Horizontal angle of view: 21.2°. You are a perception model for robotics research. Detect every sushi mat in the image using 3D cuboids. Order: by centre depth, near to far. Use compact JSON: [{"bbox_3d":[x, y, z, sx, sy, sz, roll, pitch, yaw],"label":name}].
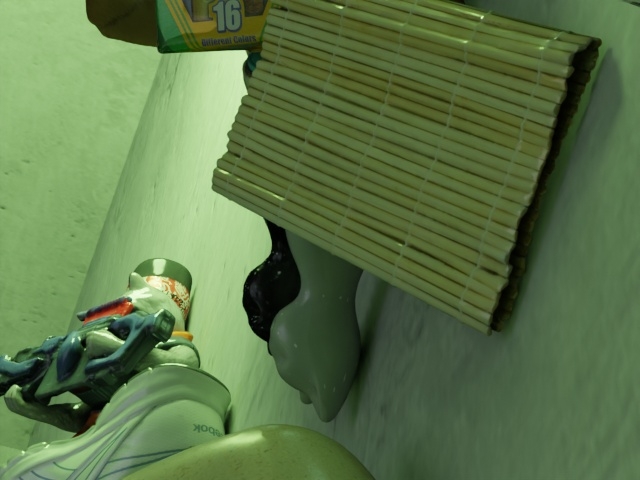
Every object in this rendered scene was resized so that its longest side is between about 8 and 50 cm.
[{"bbox_3d":[0.030,-0.063,0.931,0.316,0.019,0.151,28,103,58],"label":"sushi mat"}]

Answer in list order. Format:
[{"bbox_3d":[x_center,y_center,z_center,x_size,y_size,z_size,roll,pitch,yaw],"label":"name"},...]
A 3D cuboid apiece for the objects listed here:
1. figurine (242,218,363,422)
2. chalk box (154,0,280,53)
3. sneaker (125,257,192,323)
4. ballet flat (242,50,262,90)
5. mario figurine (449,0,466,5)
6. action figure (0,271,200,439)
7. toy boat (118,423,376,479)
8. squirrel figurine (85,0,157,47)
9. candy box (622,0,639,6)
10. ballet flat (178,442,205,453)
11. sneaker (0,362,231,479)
[{"bbox_3d":[0.000,0.000,1.127,0.215,0.092,0.209,-130,49,-76],"label":"figurine"},{"bbox_3d":[-0.036,-0.244,1.223,0.132,0.132,0.213,-12,-80,-59],"label":"chalk box"},{"bbox_3d":[-0.221,0.152,1.932,0.145,0.090,0.270,-82,16,-44],"label":"sneaker"},{"bbox_3d":[-0.024,-0.142,1.462,0.248,0.086,0.086,-97,26,-67],"label":"ballet flat"},{"bbox_3d":[0.079,-0.274,1.110,0.198,0.170,0.320,-1,82,41],"label":"mario figurine"},{"bbox_3d":[-0.228,0.194,1.719,0.341,0.178,0.330,-9,57,50],"label":"action figure"},{"bbox_3d":[-0.062,0.247,0.823,0.267,0.148,0.318,-27,35,6],"label":"toy boat"},{"bbox_3d":[-0.043,-0.376,1.480,0.397,0.281,0.370,16,61,43],"label":"squirrel figurine"},{"bbox_3d":[0.153,-0.194,0.657,0.165,0.070,0.196,-103,31,-67],"label":"candy box"},{"bbox_3d":[-0.110,0.266,1.304,0.058,0.084,0.250,-28,-46,-72],"label":"ballet flat"},{"bbox_3d":[-0.197,0.228,1.475,0.297,0.111,0.129,-40,35,24],"label":"sneaker"}]
